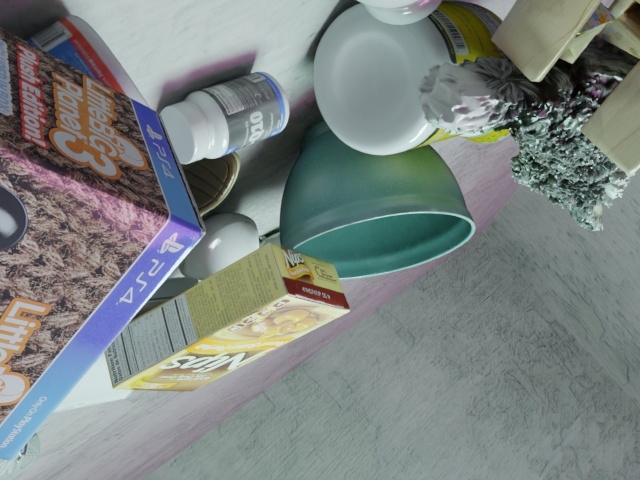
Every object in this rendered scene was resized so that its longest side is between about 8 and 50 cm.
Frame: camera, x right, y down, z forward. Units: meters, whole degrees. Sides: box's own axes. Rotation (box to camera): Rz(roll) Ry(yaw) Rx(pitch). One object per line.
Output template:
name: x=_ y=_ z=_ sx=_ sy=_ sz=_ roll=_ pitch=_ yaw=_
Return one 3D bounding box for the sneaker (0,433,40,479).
sneaker: x=-0.480 y=0.307 z=1.124 sx=0.115 sy=0.105 sz=0.281 roll=-21 pitch=164 yaw=0

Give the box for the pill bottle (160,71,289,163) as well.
pill bottle: x=-0.109 y=-0.138 z=0.853 sx=0.137 sy=0.078 sz=0.078 roll=-29 pitch=162 yaw=-38

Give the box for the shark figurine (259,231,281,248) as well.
shark figurine: x=-0.078 y=0.044 z=1.413 sx=0.278 sy=0.116 sz=0.166 roll=-31 pitch=162 yaw=-38

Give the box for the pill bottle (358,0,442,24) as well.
pill bottle: x=0.062 y=-0.296 z=0.712 sx=0.131 sy=0.131 sz=0.229 roll=-42 pitch=166 yaw=6

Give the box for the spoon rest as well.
spoon rest: x=-0.145 y=0.023 z=1.228 sx=0.137 sy=0.084 sz=0.276 roll=-39 pitch=166 yaw=2

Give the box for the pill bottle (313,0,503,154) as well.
pill bottle: x=0.155 y=-0.230 z=1.029 sx=0.334 sy=0.188 sz=0.188 roll=-21 pitch=156 yaw=-52

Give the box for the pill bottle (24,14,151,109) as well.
pill bottle: x=-0.251 y=-0.070 z=0.601 sx=0.221 sy=0.124 sz=0.124 roll=-37 pitch=165 yaw=-11

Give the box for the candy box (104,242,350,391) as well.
candy box: x=-0.138 y=0.123 z=1.101 sx=0.316 sy=0.087 sz=0.183 roll=-30 pitch=155 yaw=21

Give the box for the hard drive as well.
hard drive: x=-0.336 y=0.170 z=1.180 sx=0.203 sy=0.040 sz=0.307 roll=-3 pitch=143 yaw=-43

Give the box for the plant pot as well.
plant pot: x=0.068 y=-0.076 z=1.147 sx=0.293 sy=0.196 sz=0.293 roll=-10 pitch=163 yaw=-3

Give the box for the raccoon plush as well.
raccoon plush: x=0.258 y=-0.133 z=0.976 sx=0.446 sy=0.216 sz=0.299 roll=-8 pitch=140 yaw=-24

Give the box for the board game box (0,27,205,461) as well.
board game box: x=-0.262 y=-0.016 z=0.439 sx=0.291 sy=0.141 sz=0.232 roll=25 pitch=115 yaw=-41

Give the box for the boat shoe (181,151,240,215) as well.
boat shoe: x=-0.163 y=-0.064 z=0.991 sx=0.190 sy=0.068 sz=0.072 roll=-38 pitch=-179 yaw=32

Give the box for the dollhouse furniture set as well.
dollhouse furniture set: x=0.346 y=-0.339 z=0.774 sx=0.362 sy=0.394 sz=0.256 roll=-31 pitch=162 yaw=-34

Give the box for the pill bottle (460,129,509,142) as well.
pill bottle: x=0.282 y=-0.254 z=1.383 sx=0.136 sy=0.136 sz=0.246 roll=-46 pitch=165 yaw=19
